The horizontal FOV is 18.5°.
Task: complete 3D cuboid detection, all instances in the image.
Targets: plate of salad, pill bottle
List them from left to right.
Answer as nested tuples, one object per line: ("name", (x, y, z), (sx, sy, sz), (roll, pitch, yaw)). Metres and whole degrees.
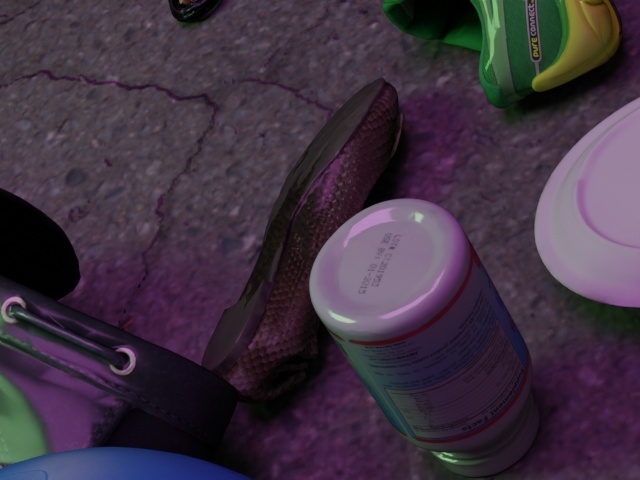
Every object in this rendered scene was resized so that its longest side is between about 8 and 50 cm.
("pill bottle", (0.062, 0.057, 1.055), (0.087, 0.160, 0.087), (-15, 47, 17))
("plate of salad", (0.219, -0.028, 1.125), (0.200, 0.048, 0.200), (-20, 35, 15))

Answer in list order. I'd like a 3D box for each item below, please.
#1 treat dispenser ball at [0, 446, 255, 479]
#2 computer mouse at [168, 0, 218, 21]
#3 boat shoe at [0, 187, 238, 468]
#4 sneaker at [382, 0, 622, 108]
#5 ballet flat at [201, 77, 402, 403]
("treat dispenser ball", (-0.094, 0.238, 0.894), (0.288, 0.288, 0.288), (-15, 47, 17))
("computer mouse", (-0.113, -0.255, 1.511), (0.071, 0.041, 0.242), (-24, 45, 7))
("boat shoe", (-0.233, 0.032, 1.214), (0.500, 0.187, 0.156), (34, 89, 37))
("sneaker", (0.079, -0.204, 1.295), (0.123, 0.109, 0.295), (-36, 54, 5))
("ballet flat", (0.000, 0.000, 1.222), (0.084, 0.058, 0.250), (-37, 22, 51))
